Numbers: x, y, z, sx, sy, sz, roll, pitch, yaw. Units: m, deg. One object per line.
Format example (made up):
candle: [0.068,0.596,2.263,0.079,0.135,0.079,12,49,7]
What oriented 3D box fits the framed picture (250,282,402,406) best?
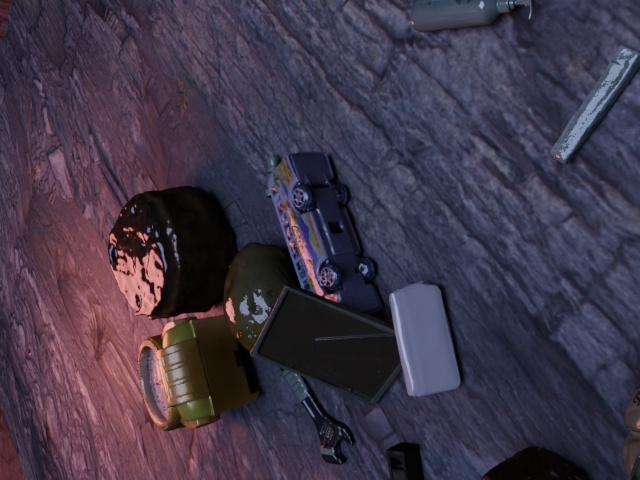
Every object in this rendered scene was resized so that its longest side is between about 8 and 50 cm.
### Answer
framed picture: [0.021,0.192,1.030,0.260,0.023,0.189,23,122,-6]

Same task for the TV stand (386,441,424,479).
TV stand: [0.165,0.495,1.025,0.040,0.049,0.257,-12,86,44]

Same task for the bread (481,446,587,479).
bread: [0.292,0.525,0.833,0.113,0.165,0.417,11,102,47]

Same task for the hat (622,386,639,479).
hat: [0.415,0.220,0.719,0.081,0.122,0.166,37,146,52]

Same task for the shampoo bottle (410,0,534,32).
shampoo bottle: [0.234,-0.357,0.889,0.195,0.056,0.056,10,100,41]

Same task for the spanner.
spanner: [-0.030,0.320,1.213,0.087,0.024,0.316,-53,58,30]

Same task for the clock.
clock: [-0.317,0.322,1.372,0.317,0.200,0.244,-32,68,49]

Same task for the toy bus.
toy bus: [0.000,0.000,1.104,0.136,0.109,0.330,-33,71,48]

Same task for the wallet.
wallet: [0.174,0.163,0.969,0.033,0.095,0.190,122,138,-82]

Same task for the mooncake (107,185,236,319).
mooncake: [-0.368,0.030,1.392,0.324,0.187,0.324,7,100,44]

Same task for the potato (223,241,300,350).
potato: [-0.122,0.116,1.196,0.177,0.160,0.235,-13,71,18]

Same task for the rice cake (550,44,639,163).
rice cake: [0.375,-0.183,0.789,0.033,0.029,0.171,47,123,34]

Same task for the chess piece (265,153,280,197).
chess piece: [-0.099,-0.139,1.227,0.042,0.042,0.093,-9,83,43]
